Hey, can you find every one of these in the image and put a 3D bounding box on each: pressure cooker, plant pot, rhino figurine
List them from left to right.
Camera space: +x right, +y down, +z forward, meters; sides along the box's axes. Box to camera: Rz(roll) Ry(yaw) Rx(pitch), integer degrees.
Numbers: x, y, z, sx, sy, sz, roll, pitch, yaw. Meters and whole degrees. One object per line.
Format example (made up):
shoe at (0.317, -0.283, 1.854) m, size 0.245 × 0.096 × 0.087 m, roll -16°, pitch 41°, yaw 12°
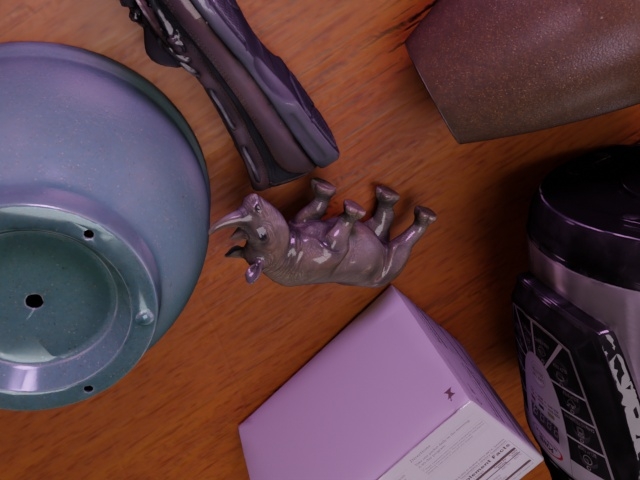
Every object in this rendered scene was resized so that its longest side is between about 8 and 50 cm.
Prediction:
plant pot at (-0.224, 0.009, 0.544) m, size 0.293 × 0.196 × 0.292 m, roll -8°, pitch 120°, yaw -14°
rhino figurine at (0.000, 0.000, 0.651) m, size 0.243 × 0.073 × 0.106 m, roll 3°, pitch 122°, yaw -40°
plant pot at (0.198, -0.185, 0.578) m, size 0.231 × 0.215 × 0.215 m, roll -28°, pitch 123°, yaw 16°
pressure cooker at (0.402, 0.130, 0.670) m, size 0.370 × 0.376 × 0.420 m, roll -34°, pitch 121°, yaw -45°

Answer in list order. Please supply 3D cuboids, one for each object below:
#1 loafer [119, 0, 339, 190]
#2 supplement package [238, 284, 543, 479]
loafer at (-0.096, -0.150, 0.550) m, size 0.095 × 0.109 × 0.302 m, roll -32°, pitch 128°, yaw 13°
supplement package at (0.062, 0.222, 0.745) m, size 0.262 × 0.204 × 0.145 m, roll -43°, pitch 122°, yaw 9°
